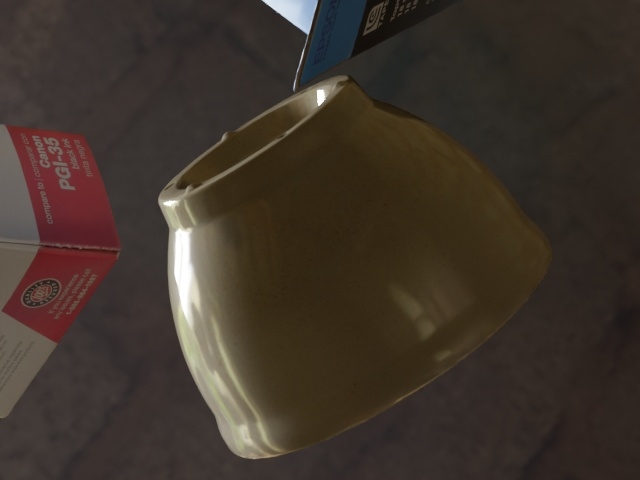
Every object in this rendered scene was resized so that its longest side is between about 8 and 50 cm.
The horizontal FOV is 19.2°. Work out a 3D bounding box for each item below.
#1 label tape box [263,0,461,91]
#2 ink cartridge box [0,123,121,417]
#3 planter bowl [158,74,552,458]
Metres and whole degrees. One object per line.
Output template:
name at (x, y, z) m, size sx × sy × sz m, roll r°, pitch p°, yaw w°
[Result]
label tape box at (0.050, -0.254, 1.146) m, size 0.334 × 0.106 × 0.240 m, roll -33°, pitch -36°, yaw -55°
ink cartridge box at (-0.311, 0.015, 1.281) m, size 0.207 × 0.283 × 0.117 m, roll -50°, pitch 47°, yaw 38°
planter bowl at (0.000, 0.000, 0.791) m, size 0.162 × 0.109 × 0.162 m, roll -32°, pitch 13°, yaw 8°
